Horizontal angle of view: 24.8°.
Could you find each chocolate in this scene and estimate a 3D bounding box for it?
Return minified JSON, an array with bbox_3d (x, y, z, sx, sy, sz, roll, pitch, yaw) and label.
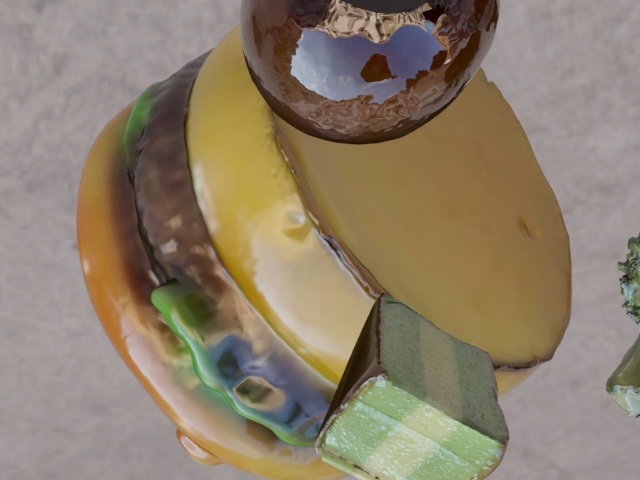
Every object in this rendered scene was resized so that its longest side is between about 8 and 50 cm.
[{"bbox_3d":[0.027,-0.129,0.877,0.176,0.177,0.177,-4,144,-3],"label":"chocolate"}]

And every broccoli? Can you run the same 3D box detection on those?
[{"bbox_3d":[0.455,0.104,1.763,0.198,0.275,0.177,-3,130,19],"label":"broccoli"}]

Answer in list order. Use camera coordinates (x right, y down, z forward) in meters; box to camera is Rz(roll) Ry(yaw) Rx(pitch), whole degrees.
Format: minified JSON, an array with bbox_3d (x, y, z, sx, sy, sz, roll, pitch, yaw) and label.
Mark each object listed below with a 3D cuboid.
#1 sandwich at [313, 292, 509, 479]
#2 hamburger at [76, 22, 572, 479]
[{"bbox_3d":[0.056,0.059,0.694,0.074,0.116,0.074,29,135,-4],"label":"sandwich"},{"bbox_3d":[0.000,0.000,1.202,0.277,0.396,0.395,-32,137,33],"label":"hamburger"}]
